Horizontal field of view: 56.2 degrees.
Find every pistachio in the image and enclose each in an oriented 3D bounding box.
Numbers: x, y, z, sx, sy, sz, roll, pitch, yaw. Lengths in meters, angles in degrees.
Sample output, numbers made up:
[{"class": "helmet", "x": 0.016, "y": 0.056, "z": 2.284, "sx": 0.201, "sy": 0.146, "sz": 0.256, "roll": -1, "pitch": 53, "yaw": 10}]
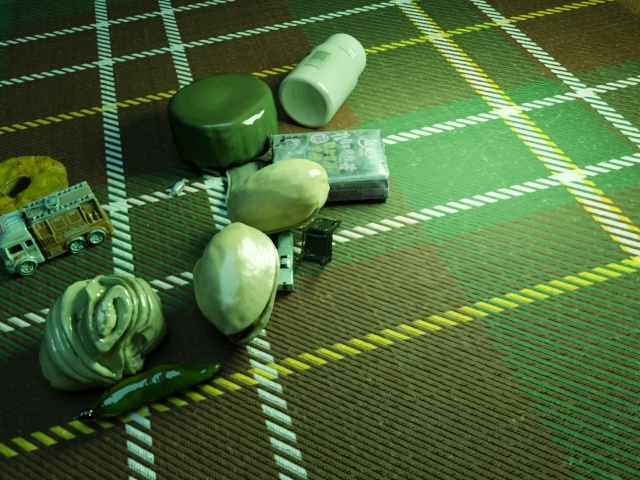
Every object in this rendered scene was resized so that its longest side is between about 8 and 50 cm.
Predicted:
[{"class": "pistachio", "x": -0.204, "y": 0.104, "z": 1.488, "sx": 0.214, "sy": 0.193, "sz": 0.317, "roll": -14, "pitch": 56, "yaw": 7}, {"class": "pistachio", "x": -0.115, "y": -0.121, "z": 1.667, "sx": 0.299, "sy": 0.187, "sz": 0.187, "roll": -18, "pitch": 43, "yaw": 17}]

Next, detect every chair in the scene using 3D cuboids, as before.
[{"class": "chair", "x": 0.000, "y": 0.000, "z": 1.660, "sx": 0.084, "sy": 0.101, "sz": 0.212, "roll": 9, "pitch": 10, "yaw": 13}]

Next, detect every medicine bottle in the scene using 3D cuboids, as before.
[{"class": "medicine bottle", "x": 0.017, "y": -0.572, "z": 2.111, "sx": 0.208, "sy": 0.208, "sz": 0.339, "roll": 16, "pitch": 49, "yaw": 20}]

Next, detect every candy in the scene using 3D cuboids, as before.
[{"class": "candy", "x": -0.445, "y": -0.168, "z": 1.894, "sx": 0.030, "sy": 0.020, "sz": 0.083, "roll": 15, "pitch": 50, "yaw": 21}]

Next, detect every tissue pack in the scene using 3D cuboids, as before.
[{"class": "tissue pack", "x": 0.024, "y": -0.229, "z": 1.844, "sx": 0.362, "sy": 0.122, "sz": 0.259, "roll": -3, "pitch": 47, "yaw": 0}]

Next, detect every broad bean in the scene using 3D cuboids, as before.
[{"class": "broad bean", "x": -0.394, "y": 0.336, "z": 1.370, "sx": 0.339, "sy": 0.061, "sz": 0.077, "roll": -21, "pitch": 55, "yaw": -13}]

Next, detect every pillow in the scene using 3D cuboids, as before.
[{"class": "pillow", "x": -0.234, "y": -0.182, "z": 1.874, "sx": 0.131, "sy": 0.038, "sz": 0.232, "roll": -10, "pitch": 43, "yaw": 0}]

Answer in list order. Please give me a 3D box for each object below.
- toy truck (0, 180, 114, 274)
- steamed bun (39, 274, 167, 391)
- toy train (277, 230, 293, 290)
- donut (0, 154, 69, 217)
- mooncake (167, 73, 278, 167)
[{"class": "toy truck", "x": -0.767, "y": -0.041, "z": 1.704, "sx": 0.306, "sy": 0.162, "sz": 0.136, "roll": -27, "pitch": 50, "yaw": -19}, {"class": "steamed bun", "x": -0.526, "y": 0.196, "z": 1.420, "sx": 0.289, "sy": 0.203, "sz": 0.276, "roll": -20, "pitch": 47, "yaw": -12}, {"class": "toy train", "x": -0.095, "y": 0.048, "z": 1.632, "sx": 0.043, "sy": 0.047, "sz": 0.207, "roll": -3, "pitch": 47, "yaw": 1}, {"class": "donut", "x": -0.926, "y": -0.137, "z": 1.854, "sx": 0.303, "sy": 0.110, "sz": 0.302, "roll": -1, "pitch": 45, "yaw": 1}, {"class": "mooncake", "x": -0.316, "y": -0.388, "z": 1.972, "sx": 0.357, "sy": 0.194, "sz": 0.356, "roll": -3, "pitch": 45, "yaw": 3}]
